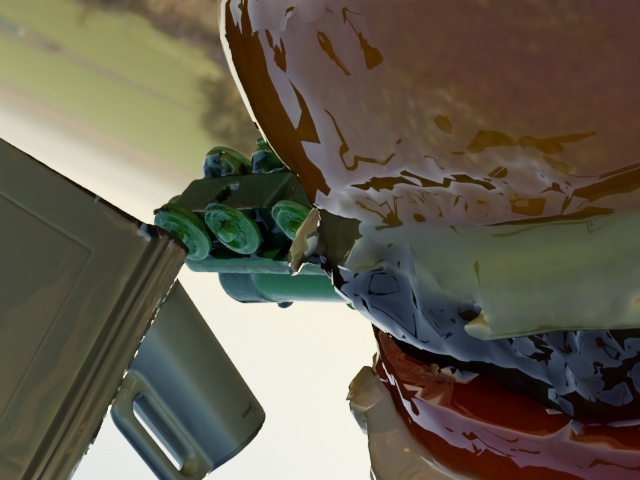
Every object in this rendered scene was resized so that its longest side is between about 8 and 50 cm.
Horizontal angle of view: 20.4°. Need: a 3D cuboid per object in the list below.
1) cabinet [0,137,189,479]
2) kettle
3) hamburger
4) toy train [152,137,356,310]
[{"bbox_3d":[-0.297,0.023,0.913,0.318,0.227,0.290,33,165,-26],"label":"cabinet"},{"bbox_3d":[-0.120,0.120,1.481,0.148,0.098,0.127,57,-174,-16],"label":"kettle"},{"bbox_3d":[0.148,-0.022,0.474,0.330,0.250,0.330,-18,-168,4],"label":"hamburger"},{"bbox_3d":[0.000,0.000,1.080,0.251,0.085,0.119,-1,132,53],"label":"toy train"}]
